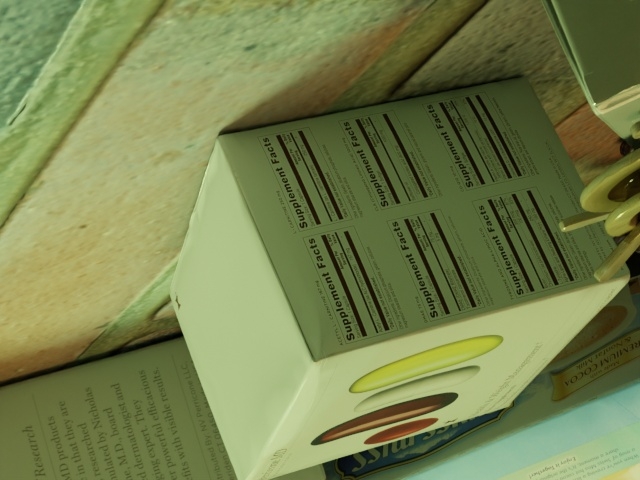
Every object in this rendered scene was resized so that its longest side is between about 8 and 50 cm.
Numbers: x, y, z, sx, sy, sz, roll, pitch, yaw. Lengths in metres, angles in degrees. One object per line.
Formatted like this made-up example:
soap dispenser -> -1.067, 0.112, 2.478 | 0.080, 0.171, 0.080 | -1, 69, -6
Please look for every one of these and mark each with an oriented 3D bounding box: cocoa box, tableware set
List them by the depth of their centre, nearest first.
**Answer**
tableware set -> 0.210, -0.036, 0.592 | 0.194, 0.039, 0.128 | -18, 163, -10
cocoa box -> 0.199, 0.185, 1.198 | 0.347, 0.231, 0.228 | -27, -153, 23

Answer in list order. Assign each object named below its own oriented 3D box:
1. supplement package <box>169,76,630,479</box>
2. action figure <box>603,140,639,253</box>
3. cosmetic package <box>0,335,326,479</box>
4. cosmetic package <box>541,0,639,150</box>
supplement package -> 0.037, 0.028, 0.815 | 0.203, 0.149, 0.194 | -13, 155, -22
action figure -> 0.209, -0.010, 1.034 | 0.285, 0.099, 0.185 | -26, 164, -38
cosmetic package -> -0.246, 0.221, 1.140 | 0.453, 0.161, 0.230 | -15, 163, -15
cosmetic package -> 0.174, -0.106, 0.620 | 0.107, 0.127, 0.238 | -25, 161, 17
